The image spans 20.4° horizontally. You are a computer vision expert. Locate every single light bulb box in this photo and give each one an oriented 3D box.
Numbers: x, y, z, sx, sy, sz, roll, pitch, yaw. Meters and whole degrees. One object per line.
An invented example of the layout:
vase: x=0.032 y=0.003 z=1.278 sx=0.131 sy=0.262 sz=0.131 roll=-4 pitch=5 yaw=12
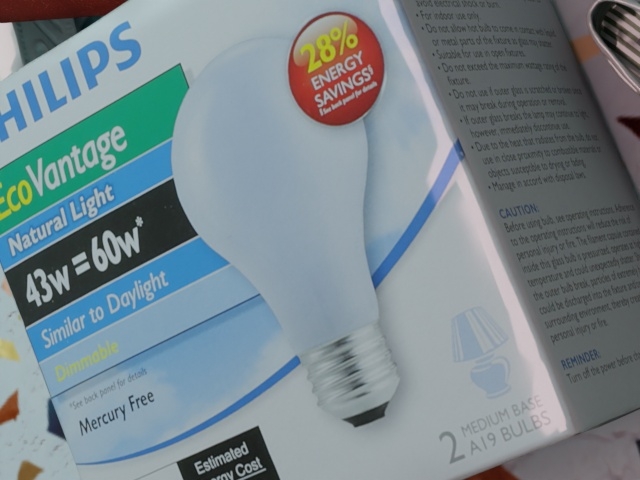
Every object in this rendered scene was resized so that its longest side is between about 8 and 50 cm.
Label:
light bulb box: x=0.000 y=0.000 z=1.167 sx=0.358 sy=0.225 sz=0.361 roll=-28 pitch=80 yaw=30

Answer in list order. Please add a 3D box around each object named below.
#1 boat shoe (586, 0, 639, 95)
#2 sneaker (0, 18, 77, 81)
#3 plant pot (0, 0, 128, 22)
boat shoe: x=0.252 y=-0.077 z=1.095 sx=0.226 sy=0.076 sz=0.083 roll=37 pitch=111 yaw=24
sneaker: x=-0.319 y=-0.190 z=1.402 sx=0.236 sy=0.130 sz=0.322 roll=-10 pitch=93 yaw=27
plant pot: x=-0.170 y=-0.298 z=1.215 sx=0.267 sy=0.267 sz=0.235 roll=-1 pitch=135 yaw=32
